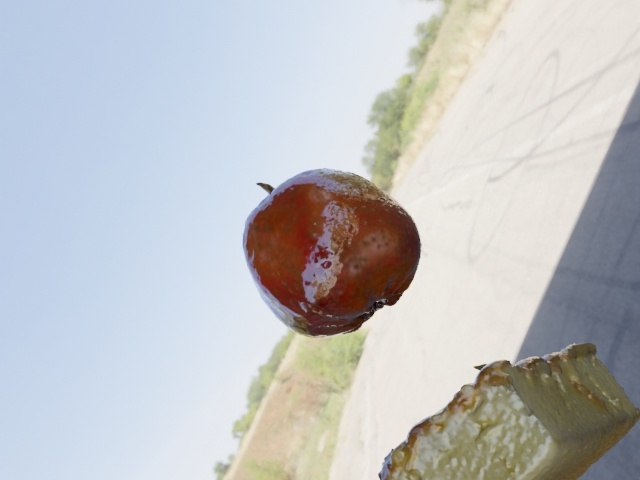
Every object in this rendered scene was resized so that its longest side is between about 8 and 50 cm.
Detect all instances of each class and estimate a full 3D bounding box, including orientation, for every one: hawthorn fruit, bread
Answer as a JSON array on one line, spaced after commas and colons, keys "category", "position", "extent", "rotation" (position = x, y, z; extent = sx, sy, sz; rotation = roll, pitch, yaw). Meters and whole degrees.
[{"category": "hawthorn fruit", "position": [0.000, 0.000, 0.773], "extent": [0.179, 0.200, 0.179], "rotation": [-31, -25, -16]}, {"category": "bread", "position": [0.185, 0.192, 0.702], "extent": [0.275, 0.114, 0.184], "rotation": [5, -51, -53]}]
